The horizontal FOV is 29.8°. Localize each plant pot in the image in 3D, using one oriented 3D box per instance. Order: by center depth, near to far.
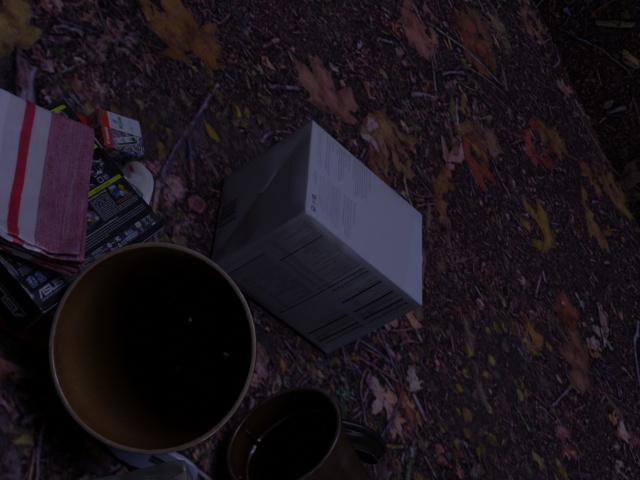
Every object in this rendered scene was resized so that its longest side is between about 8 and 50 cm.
[{"bbox_3d":[-0.173,0.129,1.463,0.237,0.237,0.254,65,5,7],"label":"plant pot"},{"bbox_3d":[-0.014,0.310,1.601,0.165,0.167,0.167,57,28,-36],"label":"plant pot"}]

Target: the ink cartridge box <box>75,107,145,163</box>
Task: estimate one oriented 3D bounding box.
[{"bbox_3d":[-0.302,-0.150,1.693,0.115,0.029,0.062,17,52,-49],"label":"ink cartridge box"}]

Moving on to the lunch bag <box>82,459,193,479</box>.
[{"bbox_3d":[-0.174,0.402,1.283,0.287,0.169,0.235,77,1,-56],"label":"lunch bag"}]

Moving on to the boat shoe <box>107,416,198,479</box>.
[{"bbox_3d":[-0.213,0.258,1.482,0.142,0.049,0.040,39,2,-20],"label":"boat shoe"}]

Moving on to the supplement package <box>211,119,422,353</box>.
[{"bbox_3d":[0.000,0.000,1.841,0.263,0.198,0.199,39,37,-31],"label":"supplement package"}]

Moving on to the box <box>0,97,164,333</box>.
[{"bbox_3d":[-0.338,-0.038,1.456,0.216,0.060,0.270,51,34,-3],"label":"box"}]

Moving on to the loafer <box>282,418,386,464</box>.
[{"bbox_3d":[0.000,0.293,1.737,0.220,0.080,0.078,24,69,-31],"label":"loafer"}]

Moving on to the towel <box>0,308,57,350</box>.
[{"bbox_3d":[-0.385,-0.014,1.465,0.199,0.031,0.274,31,40,-36],"label":"towel"}]

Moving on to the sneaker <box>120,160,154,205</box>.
[{"bbox_3d":[-0.275,-0.058,1.630,0.075,0.057,0.161,42,39,-37],"label":"sneaker"}]

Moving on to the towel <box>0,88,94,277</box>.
[{"bbox_3d":[-0.405,-0.111,1.355,0.329,0.037,0.237,25,40,-31],"label":"towel"}]
